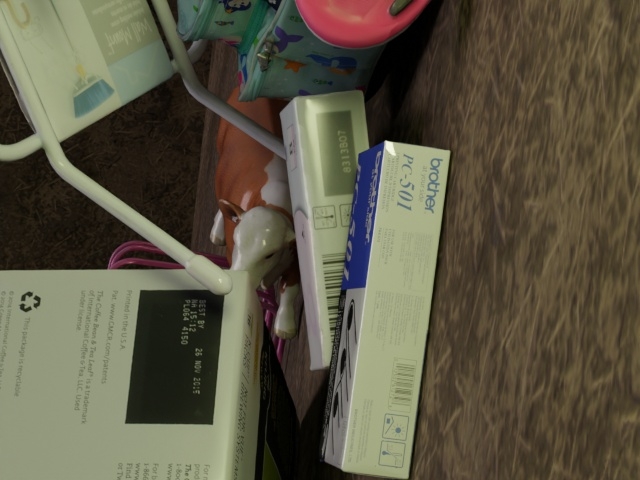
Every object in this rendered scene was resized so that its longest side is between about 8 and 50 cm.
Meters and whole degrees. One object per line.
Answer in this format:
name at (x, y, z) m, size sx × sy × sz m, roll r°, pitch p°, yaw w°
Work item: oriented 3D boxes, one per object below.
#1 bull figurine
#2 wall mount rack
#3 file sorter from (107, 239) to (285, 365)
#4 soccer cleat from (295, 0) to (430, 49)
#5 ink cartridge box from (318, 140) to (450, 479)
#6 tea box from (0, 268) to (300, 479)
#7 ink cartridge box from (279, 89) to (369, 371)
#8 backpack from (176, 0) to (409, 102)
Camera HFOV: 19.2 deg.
bull figurine at (-0.055, -0.026, 1.835) m, size 0.310 × 0.101 × 0.188 m, roll -91°, pitch 9°, yaw -49°
wall mount rack at (-0.126, -0.122, 1.485) m, size 0.350 × 0.130 × 0.304 m, roll -38°, pitch -71°, yaw -53°
file sorter at (-0.147, 0.115, 2.034) m, size 0.290 × 0.202 × 0.182 m, roll -122°, pitch 44°, yaw -79°
soccer cleat at (0.061, -0.282, 1.228) m, size 0.143 × 0.116 × 0.331 m, roll -32°, pitch -44°, yaw -86°
ink cartridge box at (0.040, 0.045, 1.214) m, size 0.097 × 0.046 × 0.207 m, roll 166°, pitch 112°, yaw -81°
tea box at (-0.149, 0.235, 1.535) m, size 0.323 × 0.220 × 0.329 m, roll 75°, pitch -163°, yaw -60°
ink cartridge box at (0.000, 0.000, 1.392) m, size 0.232 × 0.066 × 0.189 m, roll 158°, pitch 105°, yaw -77°
backpack at (-0.010, -0.218, 1.396) m, size 0.253 × 0.191 × 0.225 m, roll 99°, pitch 173°, yaw -60°
